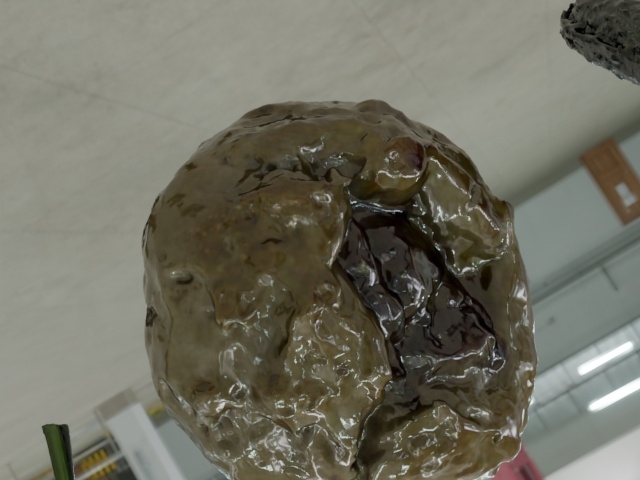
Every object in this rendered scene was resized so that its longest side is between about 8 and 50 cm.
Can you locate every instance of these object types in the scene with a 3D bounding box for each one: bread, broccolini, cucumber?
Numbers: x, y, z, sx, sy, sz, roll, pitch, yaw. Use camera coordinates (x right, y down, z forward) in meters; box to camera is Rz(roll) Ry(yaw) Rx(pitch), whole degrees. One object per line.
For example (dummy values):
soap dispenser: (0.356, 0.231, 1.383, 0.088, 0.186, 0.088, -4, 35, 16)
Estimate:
bread: (0.023, 0.031, 0.496, 0.123, 0.230, 0.230, -23, 180, 40)
broccolini: (-0.154, 0.224, 0.627, 0.044, 0.218, 0.042, -22, 156, 10)
cucumber: (0.187, -0.109, 0.559, 0.053, 0.053, 0.181, -31, -152, -2)
